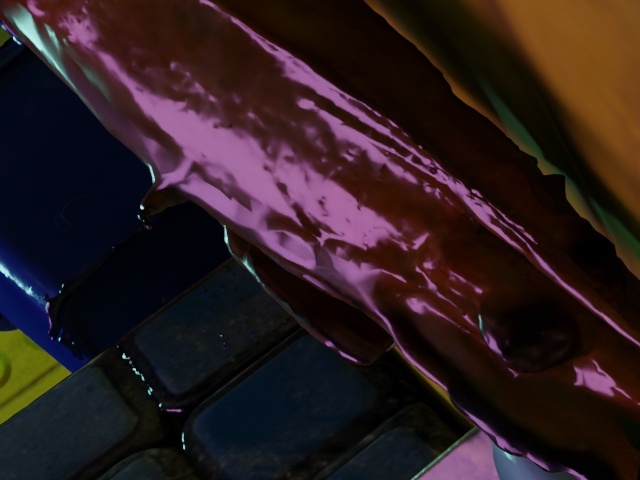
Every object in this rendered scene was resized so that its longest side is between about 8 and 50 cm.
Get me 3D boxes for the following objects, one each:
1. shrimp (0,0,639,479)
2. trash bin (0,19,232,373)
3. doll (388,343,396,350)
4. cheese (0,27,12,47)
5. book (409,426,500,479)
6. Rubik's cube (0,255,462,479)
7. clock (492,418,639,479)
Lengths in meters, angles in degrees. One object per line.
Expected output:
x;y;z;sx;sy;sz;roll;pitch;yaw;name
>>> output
-0.012;-0.022;0.419;0.248;0.068;0.150;40;174;40;shrimp
-0.138;-0.014;1.044;0.234;0.162;0.184;37;163;50;trash bin
0.002;0.004;0.637;0.085;0.040;0.058;59;-174;-7;doll
-0.280;-0.128;1.706;0.202;0.091;0.175;53;173;-12;cheese
0.085;0.185;0.620;0.228;0.024;0.160;52;131;9;book
-0.027;0.236;0.881;0.304;0.301;0.305;57;173;-30;Rubik's cube
0.100;0.096;0.398;0.147;0.045;0.108;48;172;37;clock
